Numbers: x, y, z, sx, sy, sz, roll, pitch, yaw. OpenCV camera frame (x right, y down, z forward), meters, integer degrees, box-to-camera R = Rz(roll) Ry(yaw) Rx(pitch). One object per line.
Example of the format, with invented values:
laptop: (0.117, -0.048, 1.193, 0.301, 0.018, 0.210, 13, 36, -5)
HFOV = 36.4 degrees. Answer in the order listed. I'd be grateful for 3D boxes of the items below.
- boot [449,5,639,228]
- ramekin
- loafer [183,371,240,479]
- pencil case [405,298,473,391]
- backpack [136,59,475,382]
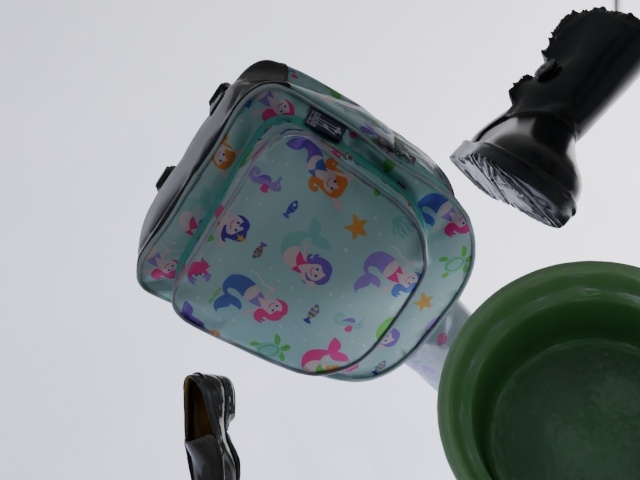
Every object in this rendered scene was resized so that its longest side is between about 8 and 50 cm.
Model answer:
boot: (0.229, -0.125, 0.895, 0.207, 0.094, 0.246, -48, -170, 4)
ramekin: (0.281, 0.187, 0.999, 0.303, 0.148, 0.304, -7, -119, 13)
loafer: (-0.130, 0.230, 1.081, 0.062, 0.061, 0.170, -22, -118, 27)
pencil case: (0.160, 0.136, 1.243, 0.124, 0.273, 0.114, 4, -123, 57)
backpack: (0.000, 0.000, 0.815, 0.225, 0.253, 0.191, -54, -158, 16)
